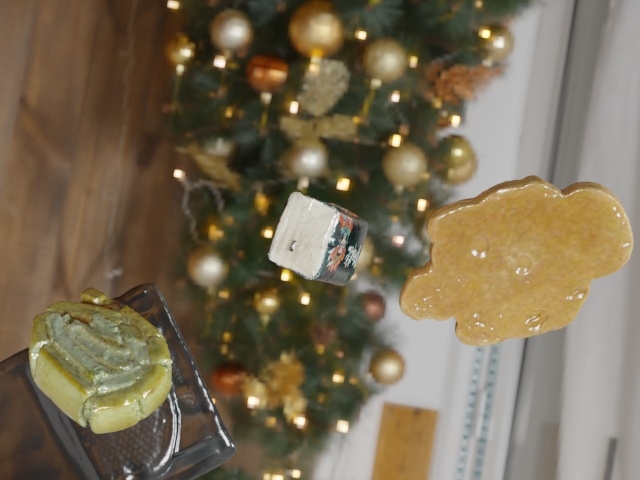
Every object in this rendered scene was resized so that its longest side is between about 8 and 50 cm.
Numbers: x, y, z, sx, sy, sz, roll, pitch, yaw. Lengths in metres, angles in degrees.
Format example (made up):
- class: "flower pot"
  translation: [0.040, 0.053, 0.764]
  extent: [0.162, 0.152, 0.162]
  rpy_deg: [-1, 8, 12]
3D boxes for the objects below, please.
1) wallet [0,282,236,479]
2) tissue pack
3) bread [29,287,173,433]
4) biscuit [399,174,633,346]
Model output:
- class: "wallet"
  translation: [-0.282, 0.226, 1.558]
  extent: [0.323, 0.247, 0.041]
  rpy_deg: [-28, 174, 14]
- class: "tissue pack"
  translation: [0.000, 0.000, 1.729]
  extent: [0.090, 0.103, 0.170]
  rpy_deg: [22, -177, 15]
- class: "bread"
  translation: [-0.219, 0.115, 1.269]
  extent: [0.156, 0.117, 0.064]
  rpy_deg: [33, 141, 20]
- class: "biscuit"
  translation: [0.297, 0.033, 1.992]
  extent: [0.376, 0.269, 0.051]
  rpy_deg: [-20, -155, 2]
